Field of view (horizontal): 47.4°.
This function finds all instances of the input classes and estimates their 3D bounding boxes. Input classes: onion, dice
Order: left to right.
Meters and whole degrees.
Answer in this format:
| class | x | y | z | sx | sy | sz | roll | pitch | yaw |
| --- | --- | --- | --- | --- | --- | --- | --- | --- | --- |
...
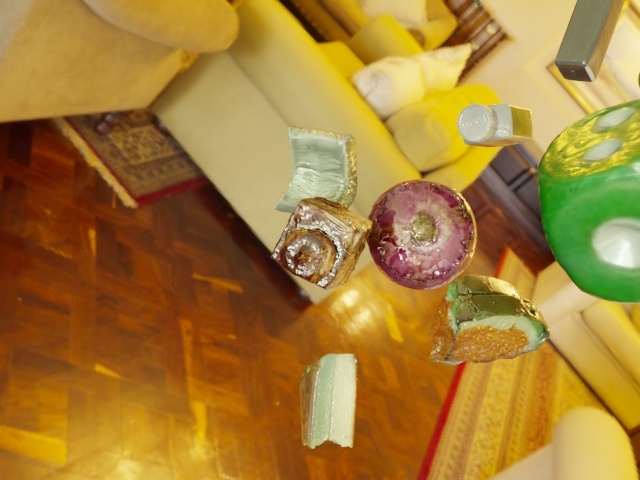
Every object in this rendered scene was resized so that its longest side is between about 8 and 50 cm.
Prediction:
| class | x | y | z | sx | sy | sz | roll | pitch | yaw |
| --- | --- | --- | --- | --- | --- | --- | --- | --- | --- |
| onion | 0.332 | -0.012 | 2.358 | 0.358 | 0.358 | 0.345 | 62 | 10 | 28 |
| dice | 0.597 | -0.080 | 1.370 | 0.297 | 0.287 | 0.300 | 54 | 46 | -17 |

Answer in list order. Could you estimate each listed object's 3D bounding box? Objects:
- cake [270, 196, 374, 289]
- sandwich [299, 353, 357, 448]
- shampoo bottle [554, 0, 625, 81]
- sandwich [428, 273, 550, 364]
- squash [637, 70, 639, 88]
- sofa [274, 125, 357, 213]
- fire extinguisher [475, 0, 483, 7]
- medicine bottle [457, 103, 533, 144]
| class | x | y | z | sx | sy | sz | roll | pitch | yaw |
| --- | --- | --- | --- | --- | --- | --- | --- | --- | --- |
| cake | 0.000 | 0.000 | 1.855 | 0.196 | 0.199 | 0.293 | 30 | 8 | 11 |
| sandwich | 0.021 | 0.372 | 1.642 | 0.108 | 0.220 | 0.186 | 2 | 61 | -13 |
| shampoo bottle | 0.595 | -0.473 | 1.593 | 0.079 | 0.246 | 0.080 | 16 | -9 | 39 |
| sandwich | 0.321 | 0.163 | 1.432 | 0.292 | 0.212 | 0.109 | 1 | 49 | -27 |
| squash | 0.590 | -0.326 | 1.190 | 0.069 | 0.239 | 0.069 | 4 | 58 | -6 |
| sofa | -0.014 | -0.193 | 2.067 | 0.210 | 0.225 | 0.176 | 15 | 34 | 26 |
| fire extinguisher | 0.345 | -0.604 | 1.659 | 0.106 | 0.075 | 0.252 | 33 | 28 | -9 |
| medicine bottle | 0.411 | -0.275 | 1.745 | 0.188 | 0.132 | 0.088 | -4 | 90 | -51 |
